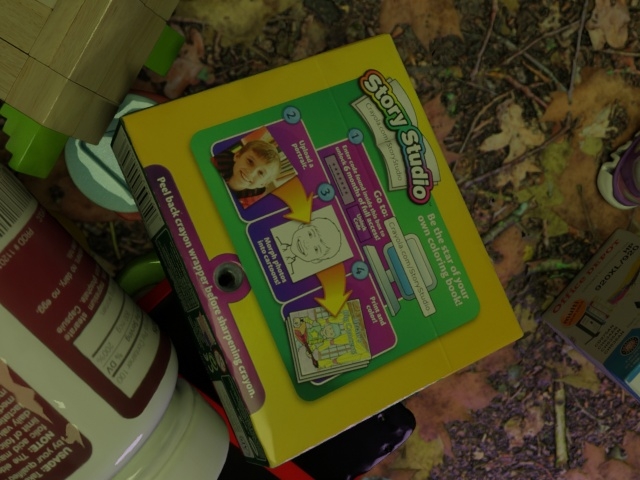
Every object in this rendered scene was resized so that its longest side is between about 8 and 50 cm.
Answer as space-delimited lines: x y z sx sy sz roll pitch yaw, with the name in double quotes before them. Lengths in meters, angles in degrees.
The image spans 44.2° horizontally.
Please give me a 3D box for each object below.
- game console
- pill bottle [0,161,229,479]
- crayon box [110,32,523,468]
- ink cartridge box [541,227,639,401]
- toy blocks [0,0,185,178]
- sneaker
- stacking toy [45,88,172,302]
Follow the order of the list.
"game console" -0.117 0.223 0.970 0.342 0.060 0.386 -42 117 7
"pill bottle" -0.277 0.110 0.734 0.224 0.224 0.392 -38 111 1
"crayon box" 0.000 0.000 0.833 0.313 0.106 0.363 -23 88 -23
"ink cartridge box" 0.430 0.117 0.992 0.168 0.232 0.171 39 95 -15
"toy blocks" -0.272 -0.286 0.776 0.261 0.191 0.381 31 94 15
"sneaker" 0.458 -0.137 1.001 0.095 0.104 0.236 30 96 -14
"stacking toy" -0.210 0.002 0.901 0.279 0.130 0.309 34 96 -16
